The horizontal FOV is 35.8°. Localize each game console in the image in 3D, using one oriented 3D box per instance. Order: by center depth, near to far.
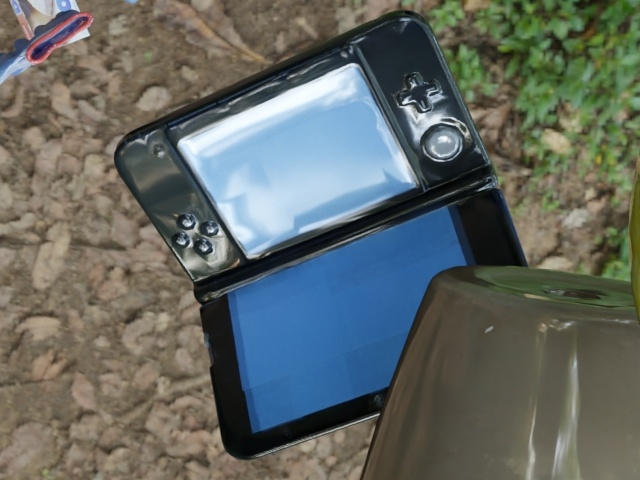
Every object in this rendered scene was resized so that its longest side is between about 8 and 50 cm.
[{"bbox_3d":[0.000,0.000,0.801,0.250,0.293,0.173,60,16,-29],"label":"game console"}]

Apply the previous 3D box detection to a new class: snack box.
[{"bbox_3d":[-0.313,-0.293,1.060,0.064,0.022,0.178,-32,108,-34],"label":"snack box"}]

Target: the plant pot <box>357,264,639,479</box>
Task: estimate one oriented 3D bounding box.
[{"bbox_3d":[0.122,0.136,0.530,0.263,0.263,0.229,-1,99,-50],"label":"plant pot"}]

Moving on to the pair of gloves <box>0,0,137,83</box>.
[{"bbox_3d":[-0.150,-0.159,0.674,0.198,0.159,0.023,-40,112,-13],"label":"pair of gloves"}]

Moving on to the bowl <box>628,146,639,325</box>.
[{"bbox_3d":[0.202,0.044,0.270,0.156,0.289,0.289,-47,131,-31],"label":"bowl"}]
